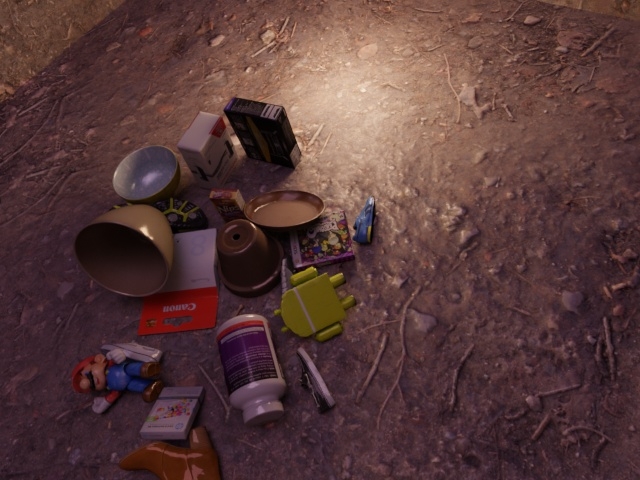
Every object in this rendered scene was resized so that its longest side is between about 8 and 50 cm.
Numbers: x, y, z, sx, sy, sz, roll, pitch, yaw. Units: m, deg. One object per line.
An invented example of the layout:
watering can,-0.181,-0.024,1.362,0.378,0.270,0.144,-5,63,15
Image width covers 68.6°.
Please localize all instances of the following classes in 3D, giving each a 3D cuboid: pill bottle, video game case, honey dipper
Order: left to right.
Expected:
honey dipper,-0.320,0.296,1.680,0.030,0.030,0.161,19,63,21
pill bottle,-0.218,0.411,1.499,0.181,0.181,0.323,-20,57,-1
video game case,0.000,0.000,1.787,0.232,0.042,0.210,-12,58,4

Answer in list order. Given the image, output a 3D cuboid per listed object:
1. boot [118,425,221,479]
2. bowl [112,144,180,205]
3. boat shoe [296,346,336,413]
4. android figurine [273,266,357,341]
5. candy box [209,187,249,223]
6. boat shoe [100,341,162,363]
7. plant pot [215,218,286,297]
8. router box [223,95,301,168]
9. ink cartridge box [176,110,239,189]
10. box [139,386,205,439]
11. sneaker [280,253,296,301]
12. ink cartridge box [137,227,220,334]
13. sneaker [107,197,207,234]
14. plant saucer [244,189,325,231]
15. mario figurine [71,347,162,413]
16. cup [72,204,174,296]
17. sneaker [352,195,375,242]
boot,-0.452,0.710,1.411,0.295,0.104,0.211,-20,57,-6
bowl,-0.716,-0.249,2.013,0.289,0.156,0.289,-5,58,9
boat shoe,-0.033,0.444,1.504,0.070,0.078,0.219,-29,60,-8
android figurine,-0.022,0.221,1.597,0.273,0.056,0.248,-27,84,-7
candy box,-0.351,-0.132,1.851,0.109,0.187,0.053,3,59,14
boat shoe,-0.666,0.402,1.667,0.226,0.083,0.076,14,40,13
plant pot,-0.275,0.044,1.707,0.263,0.229,0.263,-6,58,9
router box,-0.231,-0.440,1.943,0.243,0.309,0.081,17,67,19
ink cartridge box,-0.462,-0.366,1.968,0.114,0.273,0.197,16,64,16
box,-0.467,0.547,1.499,0.145,0.038,0.186,-4,28,9
sneaker,-0.074,0.162,1.675,0.132,0.086,0.229,-2,80,1
ink cartridge box,-0.540,0.149,1.777,0.308,0.091,0.385,-7,57,7
sneaker,-0.658,-0.075,1.917,0.384,0.147,0.145,0,55,-10
plant saucer,-0.137,-0.111,1.815,0.310,0.050,0.310,-2,30,1
mario figurine,-0.699,0.469,1.557,0.320,0.170,0.198,-2,63,18
cup,-0.666,0.002,1.689,0.331,0.331,0.237,-3,37,9
sneaker,0.165,-0.085,1.791,0.082,0.069,0.209,2,60,17
